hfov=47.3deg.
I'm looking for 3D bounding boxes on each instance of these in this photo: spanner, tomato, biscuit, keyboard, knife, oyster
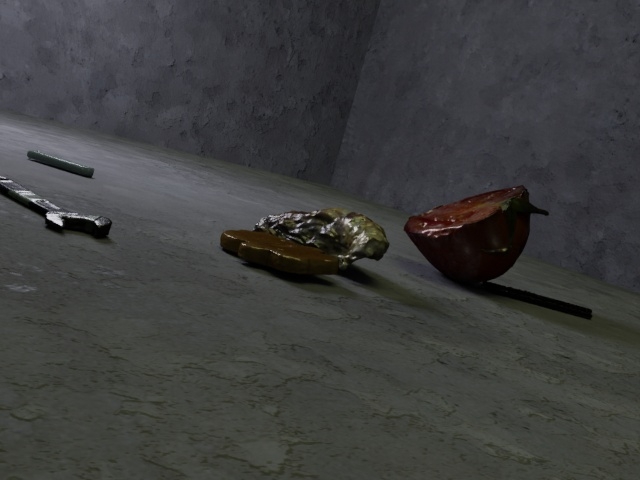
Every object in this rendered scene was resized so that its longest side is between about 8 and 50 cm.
[{"bbox_3d":[-0.419,-0.056,1.079,0.316,0.024,0.087,22,15,40],"label":"spanner"},{"bbox_3d":[0.326,0.003,1.574,0.309,0.170,0.309,-18,6,2],"label":"tomato"},{"bbox_3d":[-0.075,0.020,1.163,0.166,0.036,0.226,2,12,-46],"label":"biscuit"},{"bbox_3d":[0.460,0.122,1.560,0.231,0.023,0.072,15,5,-1],"label":"keyboard"},{"bbox_3d":[-0.579,-0.173,1.639,0.162,0.023,0.044,17,9,14],"label":"knife"},{"bbox_3d":[0.000,-0.011,1.327,0.271,0.100,0.275,1,9,11],"label":"oyster"}]
